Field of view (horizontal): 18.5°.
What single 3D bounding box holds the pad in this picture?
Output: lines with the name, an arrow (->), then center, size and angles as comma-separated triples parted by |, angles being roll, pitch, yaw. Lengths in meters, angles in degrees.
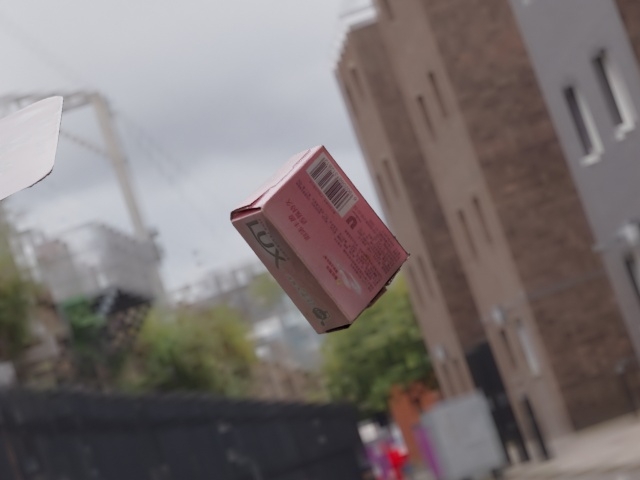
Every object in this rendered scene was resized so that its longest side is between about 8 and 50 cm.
pad -> -0.282, -0.048, 1.522 | 0.181, 0.004, 0.267 | -25, 18, 2

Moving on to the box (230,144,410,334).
box -> 0.000, 0.000, 1.855 | 0.060, 0.156, 0.111 | -22, 19, 50
